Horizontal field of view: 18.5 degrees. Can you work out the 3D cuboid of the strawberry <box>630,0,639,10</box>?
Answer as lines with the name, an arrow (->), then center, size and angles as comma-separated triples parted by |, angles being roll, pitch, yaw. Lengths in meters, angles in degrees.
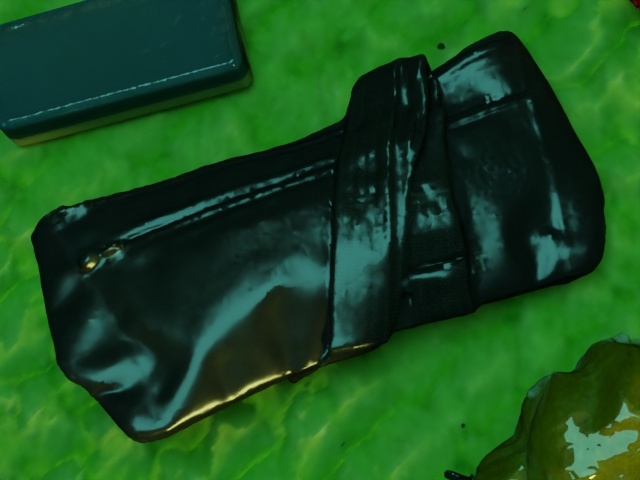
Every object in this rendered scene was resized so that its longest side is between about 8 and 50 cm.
strawberry -> 0.165, -0.136, 0.872 | 0.073, 0.073, 0.083 | -4, 60, 9

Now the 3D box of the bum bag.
bum bag -> 0.000, 0.000, 0.864 | 0.248, 0.060, 0.123 | -22, 72, 2

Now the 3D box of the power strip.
power strip -> -0.096, -0.086, 0.921 | 0.123, 0.032, 0.056 | -14, 71, 7

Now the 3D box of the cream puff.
cream puff -> 0.138, 0.113, 0.771 | 0.156, 0.121, 0.156 | -1, 73, 4
